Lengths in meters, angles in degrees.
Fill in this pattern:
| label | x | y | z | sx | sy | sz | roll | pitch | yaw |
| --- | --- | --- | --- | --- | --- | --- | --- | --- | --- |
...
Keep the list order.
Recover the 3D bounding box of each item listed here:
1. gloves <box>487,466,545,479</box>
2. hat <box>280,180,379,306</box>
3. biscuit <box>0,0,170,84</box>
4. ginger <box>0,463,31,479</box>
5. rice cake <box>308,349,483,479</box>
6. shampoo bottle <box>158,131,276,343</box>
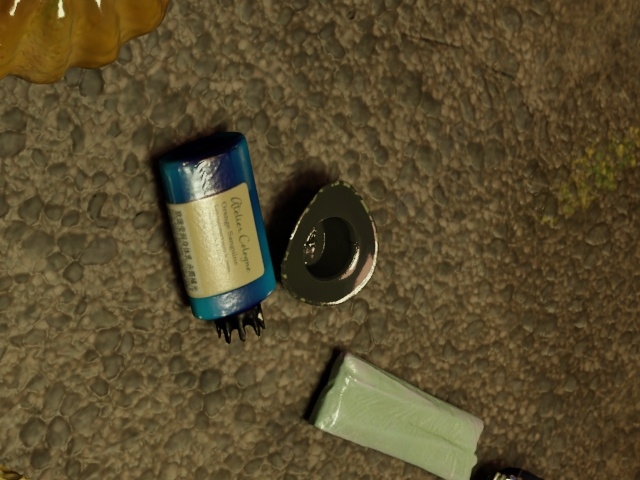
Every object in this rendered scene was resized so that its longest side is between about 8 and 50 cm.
| label | x | y | z | sx | sy | sz | roll | pitch | yaw |
| --- | --- | --- | --- | --- | --- | --- | --- | --- | --- |
| gloves | 0.164 | 0.388 | 1.538 | 0.312 | 0.135 | 0.210 | -53 | 133 | -10 |
| hat | 0.000 | 0.000 | 1.364 | 0.121 | 0.050 | 0.121 | -15 | 116 | -34 |
| biscuit | -0.207 | -0.273 | 1.108 | 0.325 | 0.107 | 0.326 | -12 | 108 | -38 |
| ginger | -0.294 | 0.241 | 1.183 | 0.115 | 0.081 | 0.205 | 12 | 93 | -32 |
| rice cake | 0.083 | 0.181 | 1.480 | 0.221 | 0.042 | 0.080 | 28 | 80 | -37 |
| shampoo bottle | -0.086 | 0.002 | 1.299 | 0.087 | 0.050 | 0.183 | -26 | 116 | -33 |
